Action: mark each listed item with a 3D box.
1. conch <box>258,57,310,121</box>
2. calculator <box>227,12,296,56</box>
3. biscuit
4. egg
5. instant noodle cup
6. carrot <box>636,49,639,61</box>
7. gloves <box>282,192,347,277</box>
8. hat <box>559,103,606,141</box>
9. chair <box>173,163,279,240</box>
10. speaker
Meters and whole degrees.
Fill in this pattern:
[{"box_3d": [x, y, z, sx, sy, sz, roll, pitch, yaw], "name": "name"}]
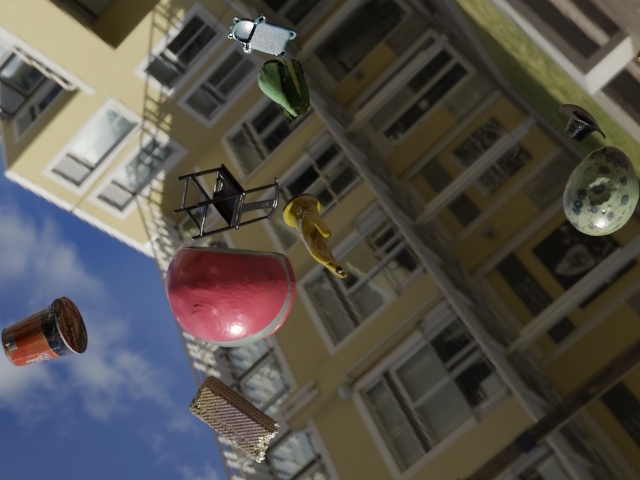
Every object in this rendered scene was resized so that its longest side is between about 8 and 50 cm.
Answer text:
[{"box_3d": [-0.067, -0.336, 1.720, 0.170, 0.106, 0.079, 54, -165, 29], "name": "conch"}, {"box_3d": [-0.124, -0.427, 1.653, 0.141, 0.094, 0.019, 9, -138, -27], "name": "calculator"}, {"box_3d": [-0.220, 0.455, 2.027, 0.238, 0.108, 0.062, 34, -159, 10], "name": "biscuit"}, {"box_3d": [0.562, -0.098, 1.583, 0.141, 0.182, 0.141, 11, -165, -3], "name": "egg"}, {"box_3d": [-0.563, 0.194, 1.610, 0.127, 0.135, 0.127, -21, -90, -85], "name": "instant noodle cup"}, {"box_3d": [0.647, -0.372, 1.527, 0.190, 0.037, 0.037, -26, -110, -40], "name": "carrot"}, {"box_3d": [0.001, 0.001, 2.232, 0.133, 0.116, 0.294, 28, -159, -44], "name": "gloves"}, {"box_3d": [0.521, -0.231, 1.597, 0.121, 0.050, 0.121, 25, -153, -14], "name": "hat"}, {"box_3d": [-0.262, -0.118, 2.223, 0.260, 0.155, 0.141, -17, -128, -33], "name": "chair"}, {"box_3d": [-0.205, 0.107, 1.786, 0.294, 0.294, 0.294, 44, -167, -13], "name": "speaker"}]
